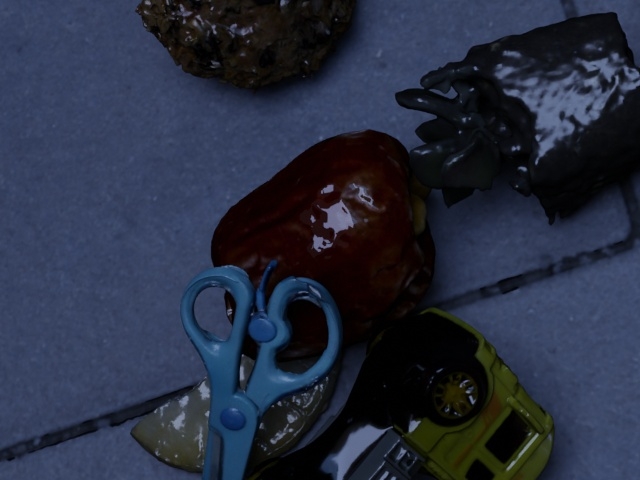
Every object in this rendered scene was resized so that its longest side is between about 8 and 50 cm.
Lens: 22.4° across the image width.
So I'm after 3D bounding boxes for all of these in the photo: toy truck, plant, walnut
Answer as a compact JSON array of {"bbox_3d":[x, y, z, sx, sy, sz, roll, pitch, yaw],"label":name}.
[{"bbox_3d":[0.067,0.282,1.708,0.405,0.254,0.180,-50,26,-5],"label":"toy truck"},{"bbox_3d":[0.237,-0.126,1.786,0.276,0.199,0.188,-21,71,12],"label":"plant"},{"bbox_3d":[0.000,0.000,1.825,0.269,0.222,0.244,-22,27,12],"label":"walnut"}]

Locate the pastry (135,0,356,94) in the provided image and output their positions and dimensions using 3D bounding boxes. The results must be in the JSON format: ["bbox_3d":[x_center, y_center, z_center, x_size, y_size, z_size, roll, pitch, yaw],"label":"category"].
[{"bbox_3d":[-0.089,-0.312,1.968,0.275,0.275,0.193,-34,28,8],"label":"pastry"}]

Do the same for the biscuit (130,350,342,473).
[{"bbox_3d":[-0.083,0.195,1.893,0.290,0.038,0.141,-35,66,7],"label":"biscuit"}]

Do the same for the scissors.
[{"bbox_3d":[-0.086,0.188,1.786,0.180,0.032,0.393,17,119,8],"label":"scissors"}]
